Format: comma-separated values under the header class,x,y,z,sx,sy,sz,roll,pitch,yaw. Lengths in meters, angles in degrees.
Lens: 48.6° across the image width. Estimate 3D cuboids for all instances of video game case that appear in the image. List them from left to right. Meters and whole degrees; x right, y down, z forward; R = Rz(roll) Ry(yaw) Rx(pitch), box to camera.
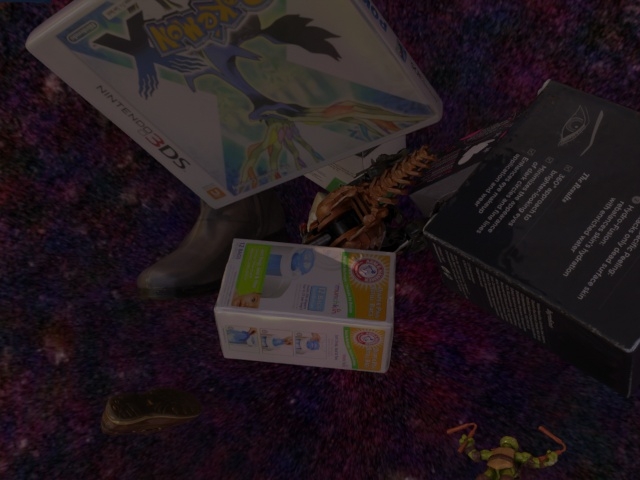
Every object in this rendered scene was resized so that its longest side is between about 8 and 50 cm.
class,x,y,z,sx,sy,sz,roll,pitch,yaw
video game case,-0.087,-0.173,0.739,0.329,0.300,0.036,-19,46,31

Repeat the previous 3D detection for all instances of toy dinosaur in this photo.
class,x,y,z,sx,sy,sz,roll,pitch,yaw
toy dinosaur,0.064,-0.019,0.922,0.218,0.322,0.164,-24,97,-32

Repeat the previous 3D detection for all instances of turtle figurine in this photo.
class,x,y,z,sx,sy,sz,roll,pitch,yaw
turtle figurine,0.378,0.489,1.530,0.270,0.217,0.087,2,115,31

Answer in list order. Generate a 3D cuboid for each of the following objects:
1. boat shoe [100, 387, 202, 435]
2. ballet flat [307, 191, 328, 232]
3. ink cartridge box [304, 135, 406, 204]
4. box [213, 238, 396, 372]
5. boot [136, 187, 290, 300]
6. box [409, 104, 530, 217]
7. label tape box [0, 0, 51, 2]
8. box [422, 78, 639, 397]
class,x,y,z,sx,sy,sz,roll,pitch,yaw
boat shoe,-0.281,0.287,1.175,0.060,0.178,0.064,-56,50,26
ballet flat,0.000,0.000,1.246,0.052,0.057,0.168,-14,100,-28
ink cartridge box,0.034,-0.213,1.216,0.211,0.289,0.121,36,65,29
box,-0.013,0.079,0.856,0.203,0.103,0.114,5,49,5
boot,-0.163,-0.055,1.033,0.118,0.338,0.222,1,107,24
box,0.304,-0.096,1.192,0.163,0.247,0.142,50,44,-17
label tape box,-0.114,-0.212,0.382,0.348,0.249,0.115,-39,90,28
box,0.185,-0.006,0.493,0.158,0.093,0.156,33,76,34
